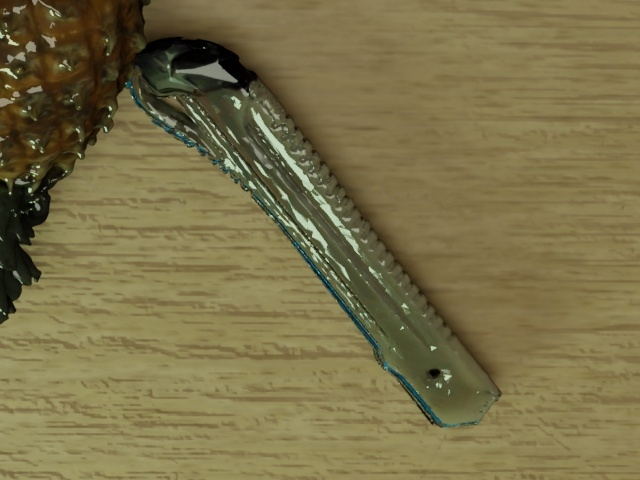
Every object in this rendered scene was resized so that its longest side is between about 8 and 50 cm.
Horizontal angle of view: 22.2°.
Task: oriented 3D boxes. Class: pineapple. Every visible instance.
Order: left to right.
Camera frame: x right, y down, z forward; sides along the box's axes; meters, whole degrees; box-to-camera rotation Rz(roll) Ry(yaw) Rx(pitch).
[{"bbox_3d":[-0.199,-0.062,1.030,0.157,0.158,0.279,12,117,-7],"label":"pineapple"}]

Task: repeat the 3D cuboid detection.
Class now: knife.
[{"bbox_3d":[0.003,-0.004,1.112,0.089,0.043,0.365,-21,117,44],"label":"knife"}]
